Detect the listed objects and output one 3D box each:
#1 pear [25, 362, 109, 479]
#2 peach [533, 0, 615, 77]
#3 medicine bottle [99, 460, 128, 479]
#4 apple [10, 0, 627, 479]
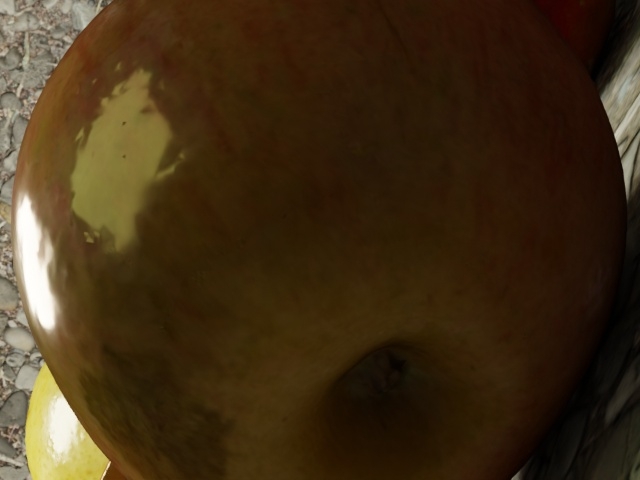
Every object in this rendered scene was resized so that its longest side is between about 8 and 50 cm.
[{"bbox_3d":[-0.166,0.221,1.965,0.348,0.348,0.348,-155,90,-86],"label":"pear"},{"bbox_3d":[0.136,-0.187,1.424,0.243,0.199,0.243,-63,0,0],"label":"peach"},{"bbox_3d":[-0.084,0.236,1.523,0.149,0.222,0.112,-65,4,-8],"label":"medicine bottle"},{"bbox_3d":[0.000,0.000,0.989,0.364,0.363,0.364,-155,90,-86],"label":"apple"}]
